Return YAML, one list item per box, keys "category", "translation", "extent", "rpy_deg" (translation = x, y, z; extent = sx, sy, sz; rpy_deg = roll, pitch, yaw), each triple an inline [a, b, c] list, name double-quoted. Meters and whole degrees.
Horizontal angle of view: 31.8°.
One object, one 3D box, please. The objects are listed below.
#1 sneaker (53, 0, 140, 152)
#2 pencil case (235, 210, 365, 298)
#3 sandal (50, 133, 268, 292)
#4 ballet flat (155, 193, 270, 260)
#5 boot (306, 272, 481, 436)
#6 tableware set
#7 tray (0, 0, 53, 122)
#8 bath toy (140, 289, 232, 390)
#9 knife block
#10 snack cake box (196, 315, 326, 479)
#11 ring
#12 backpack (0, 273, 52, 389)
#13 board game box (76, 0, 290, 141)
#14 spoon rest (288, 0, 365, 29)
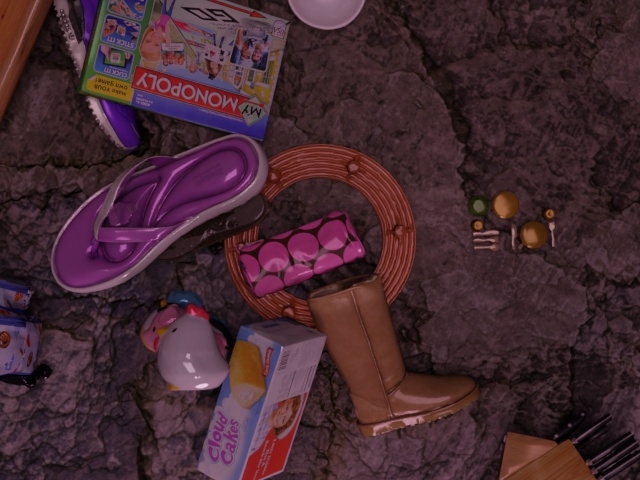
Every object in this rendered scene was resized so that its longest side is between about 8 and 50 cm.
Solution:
- category: "sneaker"
  translation: [-0.334, -0.300, 1.889]
  extent: [0.146, 0.102, 0.293]
  rpy_deg: [-20, 94, -2]
- category: "pencil case"
  translation: [-0.035, 0.019, 1.897]
  extent: [0.209, 0.095, 0.098]
  rpy_deg: [-20, 78, -3]
- category: "sandal"
  translation: [-0.287, -0.065, 1.870]
  extent: [0.416, 0.102, 0.169]
  rpy_deg: [-32, 66, 6]
- category: "ballet flat"
  translation: [-0.200, -0.024, 1.923]
  extent: [0.250, 0.058, 0.084]
  rpy_deg: [-20, 80, 12]
- category: "boot"
  translation: [0.128, 0.183, 1.923]
  extent: [0.236, 0.089, 0.269]
  rpy_deg: [-19, 101, -1]
- category: "tableware set"
  translation: [0.336, -0.035, 1.974]
  extent: [0.154, 0.024, 0.104]
  rpy_deg: [-3, 90, -1]
- category: "tray"
  translation: [-0.605, -0.287, 1.857]
  extent: [0.203, 0.076, 0.410]
  rpy_deg: [27, 101, 1]
- category: "bath toy"
  translation: [-0.214, 0.152, 1.794]
  extent: [0.152, 0.348, 0.128]
  rpy_deg: [0, 93, -7]
- category: "knife block"
  translation: [0.421, 0.423, 1.926]
  extent: [0.242, 0.088, 0.275]
  rpy_deg: [11, 69, 9]
- category: "snack cake box"
  translation: [-0.096, 0.268, 1.875]
  extent: [0.089, 0.152, 0.264]
  rpy_deg: [23, 103, 25]
- category: "ring"
  translation: [0.000, 0.000, 1.955]
  extent: [0.337, 0.032, 0.336]
  rpy_deg: [0, 92, -3]
- category: "backpack"
  translation: [-0.586, 0.141, 1.820]
  extent: [0.277, 0.263, 0.213]
  rpy_deg: [6, 92, -2]
- category: "board game box"
  translation: [-0.223, -0.305, 1.865]
  extent: [0.317, 0.046, 0.213]
  rpy_deg: [13, 87, -23]
- category: "spoon rest"
  translation: [0.023, -0.496, 1.905]
  extent: [0.137, 0.084, 0.276]
  rpy_deg: [11, 92, -3]
